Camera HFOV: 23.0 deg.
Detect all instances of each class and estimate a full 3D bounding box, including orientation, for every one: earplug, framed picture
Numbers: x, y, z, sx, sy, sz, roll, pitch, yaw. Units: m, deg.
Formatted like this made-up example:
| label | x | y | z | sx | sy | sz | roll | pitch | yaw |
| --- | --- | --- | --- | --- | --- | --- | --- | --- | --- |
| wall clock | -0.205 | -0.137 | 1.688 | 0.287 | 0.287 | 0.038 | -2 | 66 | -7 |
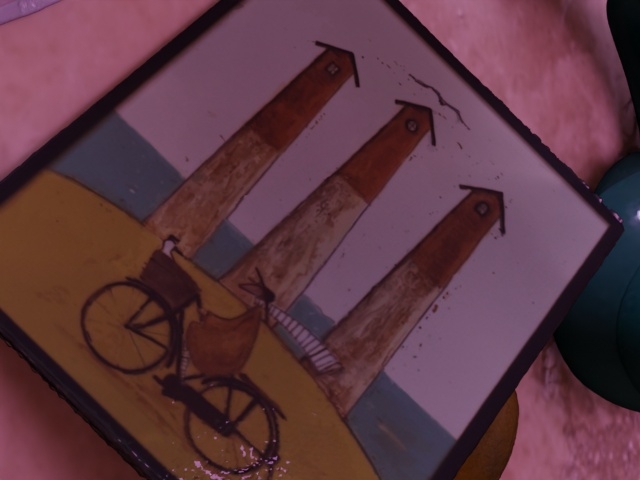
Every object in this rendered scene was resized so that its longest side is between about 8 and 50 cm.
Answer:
| label | x | y | z | sx | sy | sz | roll | pitch | yaw |
| --- | --- | --- | --- | --- | --- | --- | --- | --- | --- |
| earplug | 0.242 | -0.010 | 1.001 | 0.164 | 0.280 | 0.257 | 18 | 109 | -23 |
| framed picture | 0.000 | 0.000 | 0.765 | 0.244 | 0.013 | 0.324 | 44 | 50 | -3 |

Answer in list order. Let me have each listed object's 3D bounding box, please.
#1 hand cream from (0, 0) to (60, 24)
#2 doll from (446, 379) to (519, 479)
| label | x | y | z | sx | sy | sz | roll | pitch | yaw |
| --- | --- | --- | --- | --- | --- | --- | --- | --- | --- |
| hand cream | -0.160 | -0.201 | 0.679 | 0.052 | 0.038 | 0.216 | -23 | 108 | -19 |
| doll | 0.064 | 0.058 | 0.869 | 0.137 | 0.097 | 0.209 | 86 | 12 | -47 |
